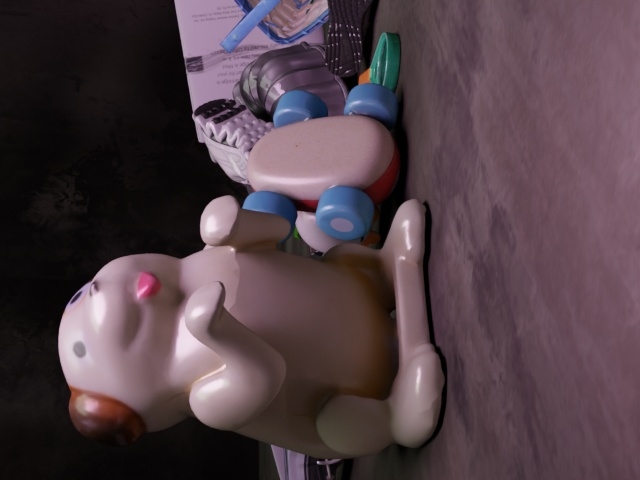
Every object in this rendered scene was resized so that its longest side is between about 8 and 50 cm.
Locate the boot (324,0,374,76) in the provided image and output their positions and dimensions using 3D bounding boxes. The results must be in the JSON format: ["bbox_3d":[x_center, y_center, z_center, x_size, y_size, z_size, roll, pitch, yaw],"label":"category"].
[{"bbox_3d":[0.050,-0.405,1.705,0.161,0.083,0.246,-82,2,-60],"label":"boot"}]

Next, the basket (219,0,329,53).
[{"bbox_3d":[-0.051,-0.466,1.815,0.255,0.201,0.289,-36,13,36],"label":"basket"}]

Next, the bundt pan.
[{"bbox_3d":[-0.071,-0.196,1.887,0.331,0.124,0.330,25,119,58],"label":"bundt pan"}]

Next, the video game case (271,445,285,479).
[{"bbox_3d":[-0.078,0.378,2.154,0.300,0.036,0.329,-97,-4,-58],"label":"video game case"}]

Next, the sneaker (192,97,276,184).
[{"bbox_3d":[-0.108,-0.142,1.753,0.292,0.110,0.118,37,142,43],"label":"sneaker"}]

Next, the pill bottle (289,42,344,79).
[{"bbox_3d":[-0.018,-0.273,2.023,0.117,0.118,0.208,-100,15,-65],"label":"pill bottle"}]

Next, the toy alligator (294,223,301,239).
[{"bbox_3d":[-0.042,-0.072,2.446,0.051,0.056,0.189,-36,30,22],"label":"toy alligator"}]

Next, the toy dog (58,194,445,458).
[{"bbox_3d":[-0.096,0.114,1.205,0.395,0.408,0.284,106,166,-61],"label":"toy dog"}]

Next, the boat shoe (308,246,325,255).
[{"bbox_3d":[0.000,0.000,2.059,0.125,0.038,0.046,114,159,-72],"label":"boat shoe"}]

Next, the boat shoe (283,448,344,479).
[{"bbox_3d":[-0.003,0.322,1.620,0.113,0.105,0.306,-110,18,-64],"label":"boat shoe"}]

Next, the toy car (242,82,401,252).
[{"bbox_3d":[0.031,-0.055,1.421,0.238,0.210,0.219,58,-143,-47],"label":"toy car"}]

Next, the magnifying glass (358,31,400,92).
[{"bbox_3d":[0.085,-0.250,1.522,0.231,0.026,0.092,-169,82,-84],"label":"magnifying glass"}]

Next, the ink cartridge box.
[{"bbox_3d":[-0.136,-0.418,2.101,0.166,0.286,0.394,-99,3,-66],"label":"ink cartridge box"}]
